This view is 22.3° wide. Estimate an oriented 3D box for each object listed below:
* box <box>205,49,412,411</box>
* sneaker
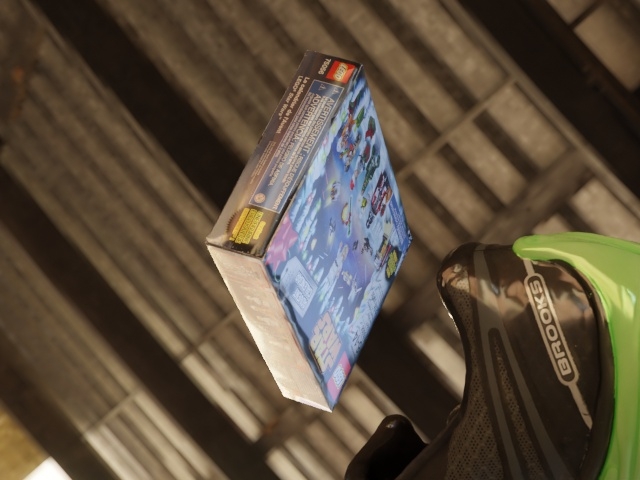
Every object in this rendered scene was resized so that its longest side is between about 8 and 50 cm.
[{"bbox_3d":[0.000,0.000,0.669,0.027,0.094,0.137,17,-24,22],"label":"box"},{"bbox_3d":[0.110,0.214,1.083,0.202,0.185,0.483,16,-74,14],"label":"sneaker"}]
